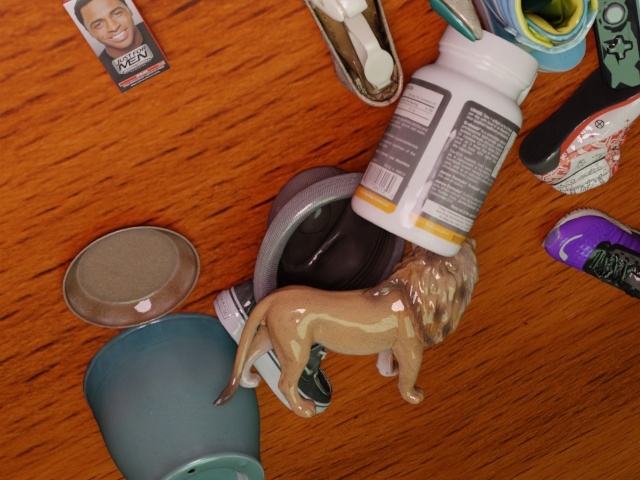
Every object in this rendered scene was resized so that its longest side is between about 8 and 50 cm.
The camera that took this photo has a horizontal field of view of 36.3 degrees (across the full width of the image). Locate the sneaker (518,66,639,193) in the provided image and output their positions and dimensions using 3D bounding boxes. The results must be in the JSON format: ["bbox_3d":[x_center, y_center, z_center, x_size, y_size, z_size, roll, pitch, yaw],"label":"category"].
[{"bbox_3d":[0.451,-0.182,1.534,0.270,0.090,0.145,-41,137,18],"label":"sneaker"}]

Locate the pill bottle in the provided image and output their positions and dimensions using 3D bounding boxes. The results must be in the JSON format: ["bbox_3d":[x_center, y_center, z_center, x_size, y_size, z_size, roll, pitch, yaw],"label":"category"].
[{"bbox_3d":[0.166,-0.132,1.280,0.162,0.162,0.278,22,97,-40],"label":"pill bottle"}]

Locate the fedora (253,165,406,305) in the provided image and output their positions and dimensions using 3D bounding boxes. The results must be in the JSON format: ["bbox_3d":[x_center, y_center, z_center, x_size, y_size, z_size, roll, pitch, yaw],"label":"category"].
[{"bbox_3d":[0.000,0.000,1.445,0.244,0.124,0.275,-7,127,-24],"label":"fedora"}]

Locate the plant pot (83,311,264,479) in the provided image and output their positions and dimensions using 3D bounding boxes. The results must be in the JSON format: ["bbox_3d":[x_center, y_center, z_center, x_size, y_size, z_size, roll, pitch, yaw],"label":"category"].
[{"bbox_3d":[-0.211,0.298,1.528,0.272,0.255,0.271,-15,137,-14],"label":"plant pot"}]

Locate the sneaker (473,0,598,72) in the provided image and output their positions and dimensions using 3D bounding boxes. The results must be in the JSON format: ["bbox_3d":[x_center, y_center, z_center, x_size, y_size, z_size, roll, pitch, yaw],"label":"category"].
[{"bbox_3d":[0.294,-0.281,1.265,0.127,0.208,0.319,-43,136,12],"label":"sneaker"}]

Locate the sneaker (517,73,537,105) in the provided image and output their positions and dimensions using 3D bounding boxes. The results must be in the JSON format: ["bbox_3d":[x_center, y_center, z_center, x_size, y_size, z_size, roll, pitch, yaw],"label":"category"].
[{"bbox_3d":[0.226,-0.197,1.421,0.094,0.080,0.212,30,140,-2],"label":"sneaker"}]

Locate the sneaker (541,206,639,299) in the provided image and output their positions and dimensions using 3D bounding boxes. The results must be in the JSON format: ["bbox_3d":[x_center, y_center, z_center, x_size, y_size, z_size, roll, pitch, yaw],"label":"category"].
[{"bbox_3d":[0.531,0.035,1.740,0.293,0.146,0.102,11,125,-35],"label":"sneaker"}]

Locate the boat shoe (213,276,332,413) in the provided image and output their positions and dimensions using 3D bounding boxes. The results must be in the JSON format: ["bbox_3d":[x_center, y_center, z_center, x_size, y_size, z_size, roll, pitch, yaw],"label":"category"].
[{"bbox_3d":[-0.044,0.177,1.596,0.119,0.121,0.335,-29,136,7],"label":"boat shoe"}]

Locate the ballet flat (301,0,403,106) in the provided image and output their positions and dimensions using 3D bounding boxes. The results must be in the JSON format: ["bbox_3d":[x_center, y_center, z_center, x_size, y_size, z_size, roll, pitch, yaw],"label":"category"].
[{"bbox_3d":[0.039,-0.286,1.202,0.108,0.106,0.316,-30,137,3],"label":"ballet flat"}]

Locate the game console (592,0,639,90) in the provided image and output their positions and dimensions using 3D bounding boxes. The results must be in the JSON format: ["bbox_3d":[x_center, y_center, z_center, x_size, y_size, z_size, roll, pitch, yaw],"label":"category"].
[{"bbox_3d":[0.519,-0.325,1.295,0.293,0.173,0.250,-14,116,10],"label":"game console"}]

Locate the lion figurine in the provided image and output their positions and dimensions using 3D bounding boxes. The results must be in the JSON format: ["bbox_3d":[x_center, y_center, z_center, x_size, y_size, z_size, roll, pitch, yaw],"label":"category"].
[{"bbox_3d":[0.039,0.115,1.377,0.392,0.142,0.240,-8,121,-19],"label":"lion figurine"}]

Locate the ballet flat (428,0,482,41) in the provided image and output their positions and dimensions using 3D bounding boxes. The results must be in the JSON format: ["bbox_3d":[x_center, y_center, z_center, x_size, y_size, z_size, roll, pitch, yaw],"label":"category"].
[{"bbox_3d":[0.145,-0.313,1.200,0.052,0.168,0.057,-49,168,3],"label":"ballet flat"}]

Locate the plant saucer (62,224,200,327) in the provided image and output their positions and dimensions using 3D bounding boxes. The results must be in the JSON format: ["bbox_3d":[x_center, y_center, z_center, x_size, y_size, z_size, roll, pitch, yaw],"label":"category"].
[{"bbox_3d":[-0.275,0.046,1.412,0.199,0.036,0.198,-14,135,-14],"label":"plant saucer"}]

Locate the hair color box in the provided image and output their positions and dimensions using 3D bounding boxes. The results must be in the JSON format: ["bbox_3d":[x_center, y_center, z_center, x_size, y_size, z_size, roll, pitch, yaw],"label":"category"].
[{"bbox_3d":[-0.239,-0.247,1.140,0.072,0.043,0.141,-28,137,1],"label":"hair color box"}]
